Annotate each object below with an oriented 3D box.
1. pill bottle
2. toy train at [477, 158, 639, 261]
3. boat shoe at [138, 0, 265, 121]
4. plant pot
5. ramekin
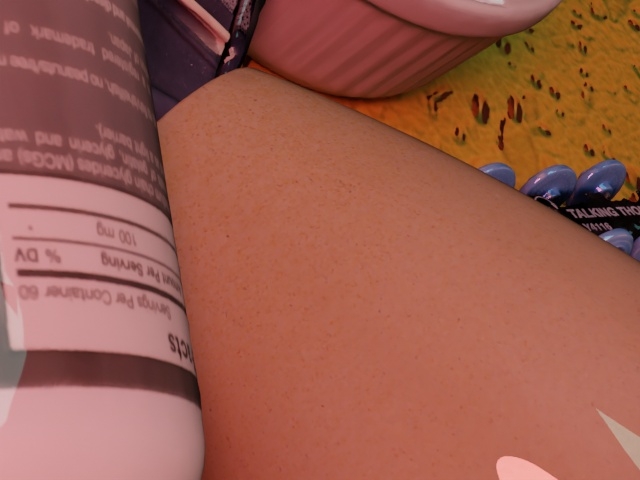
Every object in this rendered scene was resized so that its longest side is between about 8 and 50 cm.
[{"bbox_3d":[-0.154,0.016,0.549,0.210,0.210,0.363,3,70,-39],"label":"pill bottle"},{"bbox_3d":[0.125,0.014,0.882,0.184,0.105,0.080,-4,45,-41],"label":"toy train"},{"bbox_3d":[-0.178,-0.150,0.735,0.340,0.127,0.158,25,55,-21],"label":"boat shoe"},{"bbox_3d":[0.025,0.062,0.685,0.274,0.256,0.256,43,41,9],"label":"plant pot"},{"bbox_3d":[0.016,-0.208,0.939,0.273,0.127,0.273,23,48,-28],"label":"ramekin"}]
